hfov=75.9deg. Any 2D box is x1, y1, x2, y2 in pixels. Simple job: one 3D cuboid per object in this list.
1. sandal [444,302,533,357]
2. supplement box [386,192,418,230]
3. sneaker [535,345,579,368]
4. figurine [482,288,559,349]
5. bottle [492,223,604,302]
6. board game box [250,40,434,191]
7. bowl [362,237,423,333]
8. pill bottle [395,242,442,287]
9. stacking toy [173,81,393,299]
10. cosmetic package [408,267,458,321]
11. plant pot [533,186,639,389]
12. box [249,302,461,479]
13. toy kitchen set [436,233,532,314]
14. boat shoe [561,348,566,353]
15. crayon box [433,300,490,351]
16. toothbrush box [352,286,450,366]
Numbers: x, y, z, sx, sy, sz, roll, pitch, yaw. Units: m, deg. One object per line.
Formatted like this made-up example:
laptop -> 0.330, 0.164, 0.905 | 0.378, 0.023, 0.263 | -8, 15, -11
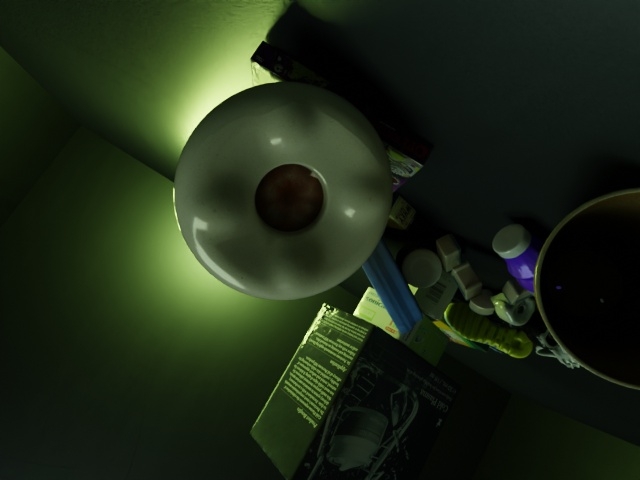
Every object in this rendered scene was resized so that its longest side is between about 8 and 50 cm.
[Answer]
sandal -> 0.611, 0.338, 1.532 | 0.317, 0.126, 0.138 | 29, 173, 18
supplement box -> 0.177, -0.071, 1.013 | 0.083, 0.056, 0.083 | 37, 169, -27
sneaker -> 0.738, 0.326, 1.179 | 0.094, 0.091, 0.258 | 34, 169, -12
figurine -> 0.561, 0.216, 1.210 | 0.215, 0.092, 0.209 | 35, 173, -14
bottle -> 0.451, 0.071, 0.802 | 0.283, 0.092, 0.118 | 35, 175, -20
board game box -> 0.027, -0.218, 0.794 | 0.347, 0.056, 0.208 | 31, 174, -1
bowl -> 0.161, 0.065, 1.125 | 0.391, 0.077, 0.391 | 60, -174, -11
pill bottle -> 0.271, 0.064, 1.166 | 0.108, 0.108, 0.180 | 32, -173, -2
stacking toy -> -0.097, -0.123, 0.832 | 0.351, 0.350, 0.480 | 36, -175, -22
cosmetic package -> 0.365, 0.193, 1.432 | 0.113, 0.160, 0.309 | 30, 170, 9
plant pot -> 0.417, 0.066, 0.594 | 0.237, 0.237, 0.254 | 28, -177, 18
box -> 0.125, 0.537, 1.316 | 0.480, 0.471, 0.297 | 38, 167, -30
toy kitchen set -> 0.409, 0.069, 1.008 | 0.207, 0.166, 0.122 | 67, -173, 27
boat shoe -> 0.634, 0.214, 1.048 | 0.076, 0.083, 0.226 | -16, 136, 35
crayon box -> 0.522, 0.337, 1.798 | 0.313, 0.106, 0.363 | 33, 169, -7
toothbrush box -> 0.278, 0.295, 1.392 | 0.206, 0.122, 0.283 | 20, 163, 47
